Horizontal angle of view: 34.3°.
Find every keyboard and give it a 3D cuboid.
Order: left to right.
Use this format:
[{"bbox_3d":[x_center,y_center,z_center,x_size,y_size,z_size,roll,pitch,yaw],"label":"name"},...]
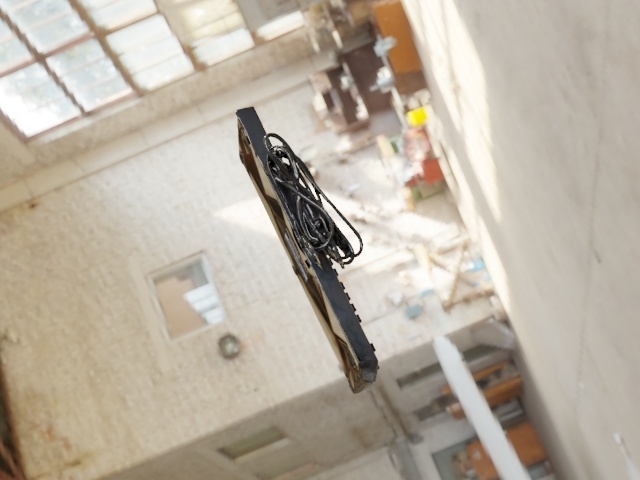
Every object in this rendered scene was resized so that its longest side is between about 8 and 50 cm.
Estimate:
[{"bbox_3d":[0.000,0.000,0.661,0.192,0.038,0.100,63,169,14],"label":"keyboard"}]
